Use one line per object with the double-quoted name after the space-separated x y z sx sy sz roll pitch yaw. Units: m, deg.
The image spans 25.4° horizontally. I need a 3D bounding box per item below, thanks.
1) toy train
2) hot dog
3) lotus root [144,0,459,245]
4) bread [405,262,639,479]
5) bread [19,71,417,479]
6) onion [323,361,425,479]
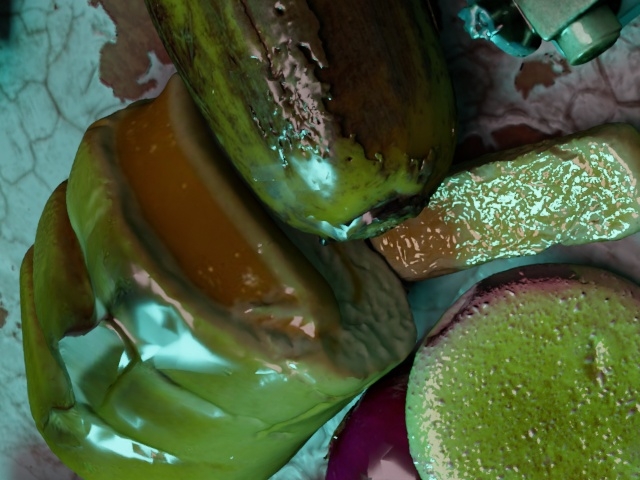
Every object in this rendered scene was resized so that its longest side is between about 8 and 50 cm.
0.149 -0.217 0.964 0.112 0.163 0.203 -37 83 33 "toy train"
0.147 -0.029 1.069 0.242 0.073 0.084 -15 96 36 "hot dog"
-0.029 -0.183 1.044 0.179 0.196 0.397 -34 76 42 "lotus root"
0.177 0.126 1.054 0.228 0.033 0.228 0 84 0 "bread"
-0.129 0.067 1.153 0.300 0.210 0.341 57 136 11 "bread"
0.093 0.198 1.129 0.198 0.135 0.173 25 120 18 "onion"
